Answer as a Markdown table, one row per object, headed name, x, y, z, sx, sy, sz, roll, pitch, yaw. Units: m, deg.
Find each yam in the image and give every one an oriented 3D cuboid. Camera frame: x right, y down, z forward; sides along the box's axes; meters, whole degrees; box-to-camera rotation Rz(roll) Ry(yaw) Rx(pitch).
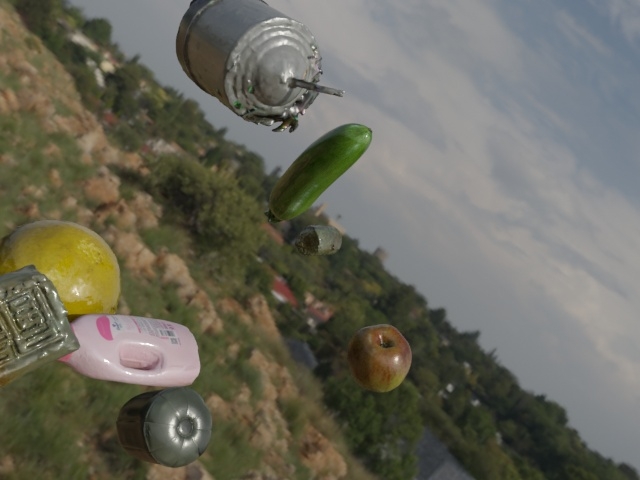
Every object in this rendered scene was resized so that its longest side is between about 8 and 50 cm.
| name | x | y | z | sx | sy | sz | roll | pitch | yaw |
| --- | --- | --- | --- | --- | --- | --- | --- | --- | --- |
| yam | 0.000 | 0.000 | 1.170 | 0.043 | 0.043 | 0.094 | 40 | 15 | 19 |

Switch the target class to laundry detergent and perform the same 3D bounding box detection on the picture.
| name | x | y | z | sx | sy | sz | roll | pitch | yaw |
| --- | --- | --- | --- | --- | --- | --- | --- | --- | --- |
| laundry detergent | -0.390 | 0.201 | 1.613 | 0.335 | 0.088 | 0.159 | 11 | 35 | -40 |

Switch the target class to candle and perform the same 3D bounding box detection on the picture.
| name | x | y | z | sx | sy | sz | roll | pitch | yaw |
| --- | --- | --- | --- | --- | --- | --- | --- | --- | --- |
| candle | -0.095 | -0.286 | 1.394 | 0.187 | 0.187 | 0.330 | 39 | 1 | -43 |

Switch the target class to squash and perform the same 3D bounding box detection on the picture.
| name | x | y | z | sx | sy | sz | roll | pitch | yaw |
| --- | --- | --- | --- | --- | --- | --- | --- | --- | --- |
| squash | -0.021 | -0.156 | 2.053 | 0.107 | 0.395 | 0.107 | 23 | 47 | -27 |

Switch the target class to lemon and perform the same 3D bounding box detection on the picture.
| name | x | y | z | sx | sy | sz | roll | pitch | yaw |
| --- | --- | --- | --- | --- | --- | --- | --- | --- | --- |
| lemon | -0.548 | 0.094 | 1.761 | 0.297 | 0.297 | 0.297 | 40 | 1 | -1 |

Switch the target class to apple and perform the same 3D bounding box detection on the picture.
| name | x | y | z | sx | sy | sz | roll | pitch | yaw |
| --- | --- | --- | --- | --- | --- | --- | --- | --- | --- |
| apple | 0.114 | 0.222 | 1.635 | 0.126 | 0.126 | 0.102 | 40 | -41 | 15 |

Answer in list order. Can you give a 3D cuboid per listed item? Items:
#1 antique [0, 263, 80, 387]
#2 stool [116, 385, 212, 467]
| name | x | y | z | sx | sy | sz | roll | pitch | yaw |
| --- | --- | --- | --- | --- | --- | --- | --- | --- | --- |
| antique | -0.432 | 0.119 | 1.147 | 0.284 | 0.150 | 0.125 | -13 | -79 | 64 |
| stool | -0.195 | 0.229 | 1.062 | 0.096 | 0.096 | 0.110 | 39 | -31 | -29 |
